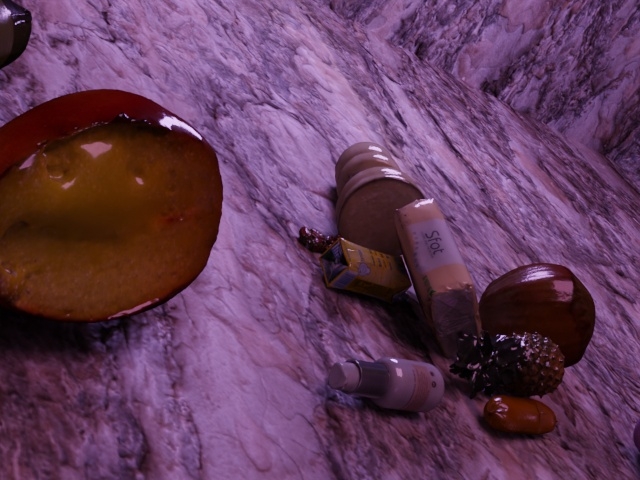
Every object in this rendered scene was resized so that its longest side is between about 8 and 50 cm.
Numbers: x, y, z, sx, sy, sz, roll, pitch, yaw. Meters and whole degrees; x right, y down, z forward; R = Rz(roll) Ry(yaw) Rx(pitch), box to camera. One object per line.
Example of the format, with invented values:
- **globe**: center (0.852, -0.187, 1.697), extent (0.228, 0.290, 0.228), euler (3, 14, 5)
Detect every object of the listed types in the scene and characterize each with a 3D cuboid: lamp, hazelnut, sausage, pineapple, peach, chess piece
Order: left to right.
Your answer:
- **peach**: center (-0.261, -0.037, 1.099), extent (0.281, 0.281, 0.338), euler (36, 15, 1)
- **lamp**: center (0.000, 0.000, 1.694), extent (0.083, 0.031, 0.063), euler (23, 25, -17)
- **chess piece**: center (0.098, -0.092, 1.863), extent (0.167, 0.167, 0.300), euler (29, 18, -16)
- **pineapple**: center (0.300, 0.203, 1.611), extent (0.251, 0.125, 0.125), euler (13, 32, -48)
- **sausage**: center (0.315, 0.278, 1.566), extent (0.183, 0.054, 0.062), euler (12, 64, -46)
- **hazelnut**: center (0.398, 0.129, 1.799), extent (0.210, 0.186, 0.210), euler (33, 37, -29)

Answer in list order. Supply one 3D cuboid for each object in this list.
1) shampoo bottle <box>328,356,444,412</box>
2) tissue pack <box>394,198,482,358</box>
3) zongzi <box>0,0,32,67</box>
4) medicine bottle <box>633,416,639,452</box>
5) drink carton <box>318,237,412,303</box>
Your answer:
- **shampoo bottle**: center (0.089, 0.199, 1.384), extent (0.192, 0.074, 0.074), euler (14, 32, -38)
- **tissue pack**: center (0.199, 0.061, 1.659), extent (0.222, 0.090, 0.186), euler (-105, 177, -46)
- **zongzi**: center (-0.596, -0.335, 1.388), extent (0.317, 0.154, 0.289), euler (28, 16, -3)
- **medicine bottle**: center (0.676, 0.403, 1.660), extent (0.178, 0.178, 0.291), euler (21, 26, -30)
- **drink carton**: center (0.096, 0.059, 1.656), extent (0.200, 0.074, 0.084), euler (16, 40, -37)
